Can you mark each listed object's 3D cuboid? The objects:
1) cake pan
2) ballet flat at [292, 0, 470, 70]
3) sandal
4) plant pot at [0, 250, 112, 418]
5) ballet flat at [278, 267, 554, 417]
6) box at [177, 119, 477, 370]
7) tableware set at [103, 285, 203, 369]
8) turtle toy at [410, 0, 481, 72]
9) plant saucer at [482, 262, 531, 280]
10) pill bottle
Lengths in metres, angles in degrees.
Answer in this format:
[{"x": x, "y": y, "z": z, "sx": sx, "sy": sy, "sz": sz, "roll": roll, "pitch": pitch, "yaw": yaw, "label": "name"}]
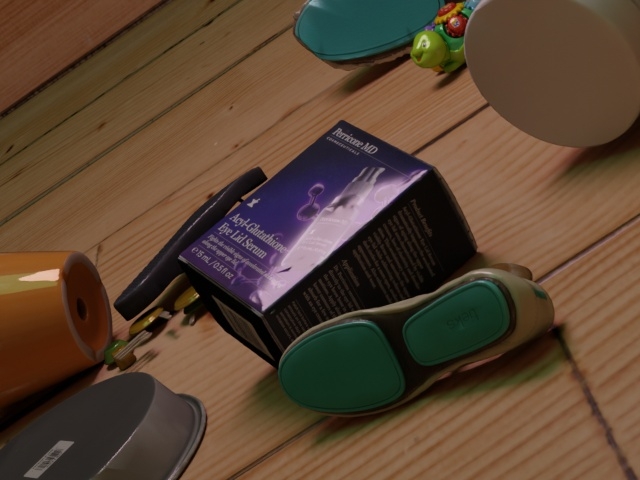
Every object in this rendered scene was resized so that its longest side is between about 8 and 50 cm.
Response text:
[{"x": -0.239, "y": 0.223, "z": 1.623, "sx": 0.293, "sy": 0.054, "sz": 0.293, "roll": -32, "pitch": 18, "yaw": 11, "label": "cake pan"}, {"x": 0.162, "y": -0.339, "z": 2.271, "sx": 0.409, "sy": 0.147, "sz": 0.147, "roll": -30, "pitch": 18, "yaw": 10, "label": "ballet flat"}, {"x": -0.143, "y": 0.010, "z": 2.014, "sx": 0.254, "sy": 0.054, "sz": 0.097, "roll": -49, "pitch": 10, "yaw": -32, "label": "sandal"}, {"x": -0.343, "y": 0.094, "z": 1.959, "sx": 0.188, "sy": 0.205, "sz": 0.205, "roll": -14, "pitch": 23, "yaw": 16, "label": "plant pot"}, {"x": 0.077, "y": 0.080, "z": 1.382, "sx": 0.248, "sy": 0.086, "sz": 0.086, "roll": -20, "pitch": 23, "yaw": 38, "label": "ballet flat"}, {"x": 0.007, "y": 0.011, "z": 1.554, "sx": 0.207, "sy": 0.108, "sz": 0.153, "roll": -42, "pitch": 37, "yaw": -15, "label": "box"}, {"x": -0.169, "y": 0.087, "z": 1.907, "sx": 0.154, "sy": 0.024, "sz": 0.104, "roll": -42, "pitch": 15, "yaw": -15, "label": "tableware set"}, {"x": 0.157, "y": -0.241, "z": 2.068, "sx": 0.095, "sy": 0.066, "sz": 0.130, "roll": -13, "pitch": 28, "yaw": 52, "label": "turtle toy"}, {"x": 0.135, "y": 0.043, "z": 1.449, "sx": 0.083, "sy": 0.015, "sz": 0.083, "roll": -32, "pitch": 18, "yaw": 12, "label": "plant saucer"}, {"x": 0.286, "y": -0.263, "z": 1.629, "sx": 0.210, "sy": 0.210, "sz": 0.363, "roll": -16, "pitch": 28, "yaw": 48, "label": "pill bottle"}]
